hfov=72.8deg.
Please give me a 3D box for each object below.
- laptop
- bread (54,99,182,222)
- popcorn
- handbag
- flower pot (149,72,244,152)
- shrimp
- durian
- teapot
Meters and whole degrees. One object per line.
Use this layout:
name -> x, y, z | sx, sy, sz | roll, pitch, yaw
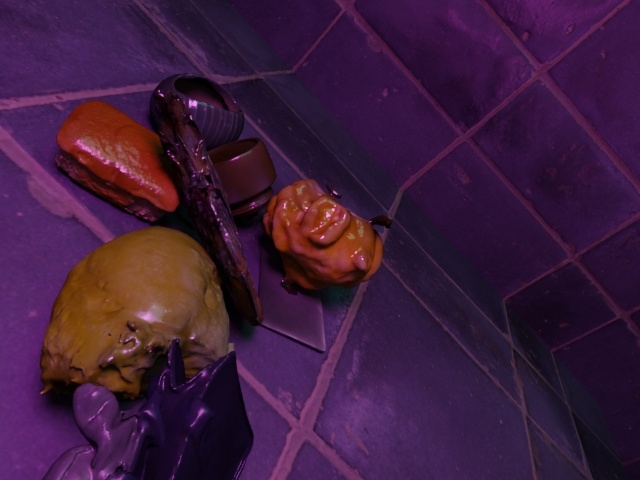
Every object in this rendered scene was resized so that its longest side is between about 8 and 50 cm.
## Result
laptop -> -0.069, 0.123, 1.029 | 0.188, 0.015, 0.269 | 32, 32, -29
bread -> -0.368, -0.147, 0.827 | 0.245, 0.121, 0.174 | 38, 28, -27
popcorn -> 0.000, 0.000, 1.019 | 0.297, 0.281, 0.316 | 40, -6, -12
handbag -> -0.175, 0.270, 0.395 | 0.118, 0.269, 0.325 | 12, 42, 8
flower pot -> -0.304, -0.312, 1.085 | 0.243, 0.157, 0.189 | 5, 52, -54
shrimp -> -0.191, -0.042, 0.760 | 0.272, 0.085, 0.445 | -148, -142, -68
durian -> -0.246, 0.104, 0.631 | 0.256, 0.204, 0.339 | 51, 12, -44
teapot -> -0.196, -0.120, 1.001 | 0.268, 0.186, 0.175 | -44, 123, -39
